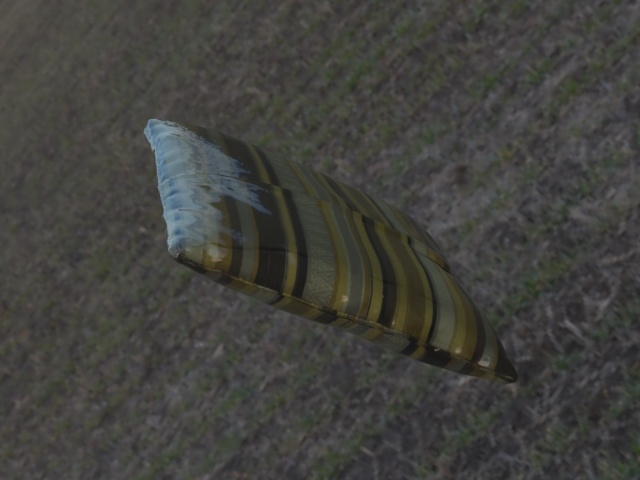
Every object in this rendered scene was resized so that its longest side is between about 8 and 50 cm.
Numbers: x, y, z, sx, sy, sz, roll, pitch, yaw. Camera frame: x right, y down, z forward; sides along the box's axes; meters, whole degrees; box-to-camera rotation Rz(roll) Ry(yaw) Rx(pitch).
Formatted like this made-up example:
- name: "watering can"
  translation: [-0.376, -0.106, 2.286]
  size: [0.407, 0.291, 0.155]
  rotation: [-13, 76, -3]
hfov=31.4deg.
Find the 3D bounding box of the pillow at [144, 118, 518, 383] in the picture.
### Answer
- name: "pillow"
  translation: [0.000, 0.000, 0.675]
  size: [0.052, 0.212, 0.208]
  rotation: [-62, 21, 15]
